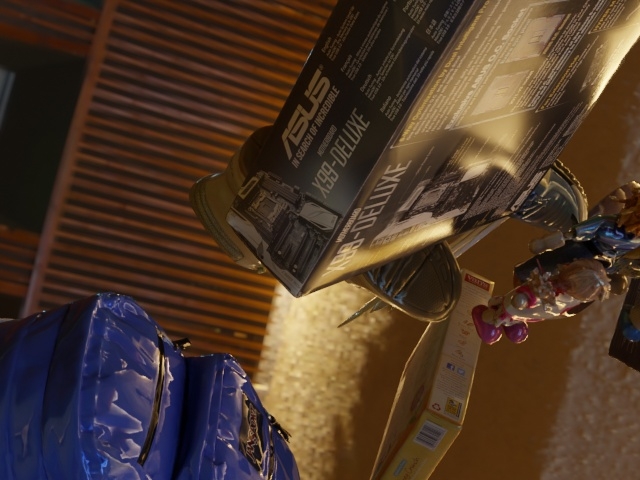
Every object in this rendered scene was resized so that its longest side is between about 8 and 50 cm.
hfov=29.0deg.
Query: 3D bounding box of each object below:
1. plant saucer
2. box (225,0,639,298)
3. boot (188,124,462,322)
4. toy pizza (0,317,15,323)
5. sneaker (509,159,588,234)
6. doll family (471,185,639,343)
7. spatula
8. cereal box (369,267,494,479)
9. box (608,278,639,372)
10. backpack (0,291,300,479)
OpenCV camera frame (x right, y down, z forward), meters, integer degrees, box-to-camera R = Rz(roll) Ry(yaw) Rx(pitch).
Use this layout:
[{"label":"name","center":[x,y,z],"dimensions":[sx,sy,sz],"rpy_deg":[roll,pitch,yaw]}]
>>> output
[{"label":"plant saucer","center":[0.311,0.022,1.405],"dimensions":[0.036,0.198,0.198],"rpy_deg":[42,-66,25]},{"label":"box","center":[0.103,-0.118,0.731],"dimensions":[0.076,0.242,0.307],"rpy_deg":[48,-49,21]},{"label":"boot","center":[0.000,0.000,1.014],"dimensions":[0.077,0.213,0.165],"rpy_deg":[-59,-166,-23]},{"label":"toy pizza","center":[-0.390,0.163,1.353],"dimensions":[0.032,0.201,0.201],"rpy_deg":[39,-70,30]},{"label":"sneaker","center":[0.156,-0.056,1.139],"dimensions":[0.080,0.211,0.081],"rpy_deg":[-43,-156,45]},{"label":"doll family","center":[0.250,0.009,1.025],"dimensions":[0.163,0.263,0.118],"rpy_deg":[-38,-124,53]},{"label":"spatula","center":[0.142,0.025,1.434],"dimensions":[0.019,0.242,0.168],"rpy_deg":[56,-28,1]},{"label":"cereal box","center":[0.118,0.163,1.326],"dimensions":[0.240,0.047,0.173],"rpy_deg":[-65,-179,-51]},{"label":"box","center":[0.586,0.136,1.565],"dimensions":[0.312,0.343,0.179],"rpy_deg":[-133,-120,-87]},{"label":"backpack","center":[-0.066,0.075,0.411],"dimensions":[0.101,0.120,0.098],"rpy_deg":[-21,-144,10]}]
